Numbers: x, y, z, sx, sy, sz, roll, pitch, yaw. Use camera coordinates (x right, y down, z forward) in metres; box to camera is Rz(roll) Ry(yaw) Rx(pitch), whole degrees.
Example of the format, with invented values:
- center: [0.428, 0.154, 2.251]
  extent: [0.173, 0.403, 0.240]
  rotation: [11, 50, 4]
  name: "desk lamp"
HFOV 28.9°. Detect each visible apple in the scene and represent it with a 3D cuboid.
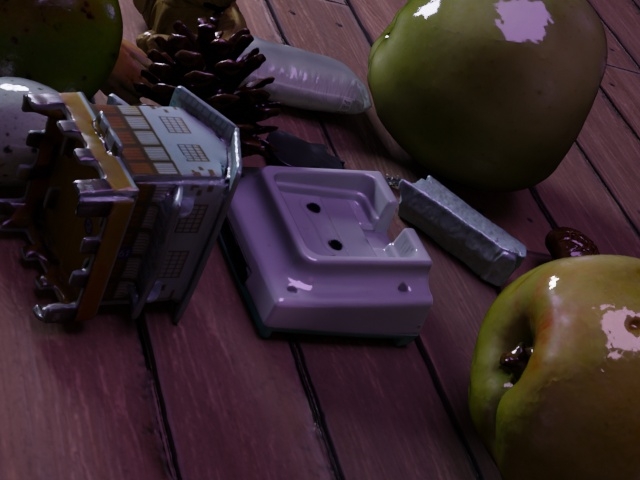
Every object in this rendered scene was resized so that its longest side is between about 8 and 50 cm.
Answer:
- center: [0.251, -0.253, 1.886]
  extent: [0.357, 0.357, 0.357]
  rotation: [20, 34, -14]
  name: "apple"

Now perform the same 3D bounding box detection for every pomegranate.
- center: [-0.326, -0.255, 1.580]
  extent: [0.302, 0.236, 0.236]
  rotation: [17, 33, -40]
  name: "pomegranate"

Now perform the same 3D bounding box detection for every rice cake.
- center: [0.198, -0.015, 1.777]
  extent: [0.206, 0.069, 0.063]
  rotation: [36, 35, 14]
  name: "rice cake"

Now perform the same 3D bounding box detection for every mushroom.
- center: [0.373, 0.034, 1.824]
  extent: [0.109, 0.085, 0.126]
  rotation: [10, 43, -29]
  name: "mushroom"

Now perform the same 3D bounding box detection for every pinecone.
- center: [-0.141, -0.186, 1.569]
  extent: [0.208, 0.208, 0.208]
  rotation: [20, 34, -14]
  name: "pinecone"

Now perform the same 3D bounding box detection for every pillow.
- center: [-0.050, -0.259, 1.908]
  extent: [0.254, 0.078, 0.144]
  rotation: [12, 31, -25]
  name: "pillow"

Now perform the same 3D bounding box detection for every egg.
- center: [-0.345, -0.127, 1.434]
  extent: [0.164, 0.131, 0.131]
  rotation: [-1, 28, 18]
  name: "egg"

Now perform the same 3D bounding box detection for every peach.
- center: [0.318, 0.169, 1.415]
  extent: [0.315, 0.314, 0.281]
  rotation: [6, 24, -33]
  name: "peach"

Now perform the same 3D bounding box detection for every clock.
- center: [0.000, 0.000, 1.561]
  extent: [0.231, 0.116, 0.262]
  rotation: [6, 38, -31]
  name: "clock"

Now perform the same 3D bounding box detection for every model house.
- center: [-0.215, -0.035, 1.353]
  extent: [0.215, 0.224, 0.198]
  rotation: [-2, 41, -33]
  name: "model house"

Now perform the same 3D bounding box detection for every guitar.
- center: [0.025, -0.107, 1.805]
  extent: [0.233, 0.025, 0.088]
  rotation: [11, 36, -26]
  name: "guitar"

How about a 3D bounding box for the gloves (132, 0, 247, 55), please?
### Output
- center: [-0.188, -0.310, 1.783]
  extent: [0.141, 0.154, 0.331]
  rotation: [56, 1, -36]
  name: "gloves"
